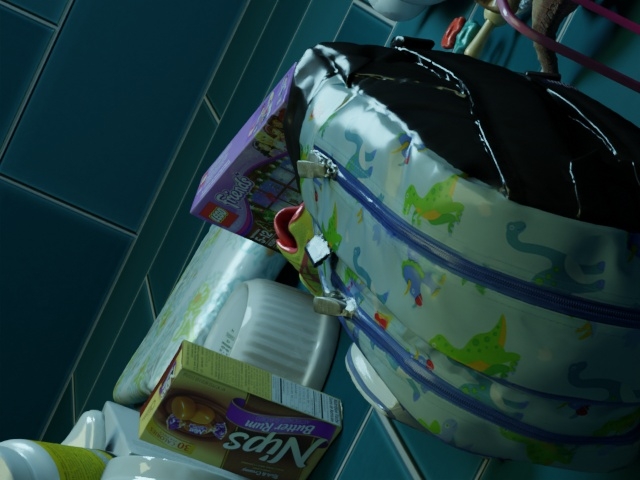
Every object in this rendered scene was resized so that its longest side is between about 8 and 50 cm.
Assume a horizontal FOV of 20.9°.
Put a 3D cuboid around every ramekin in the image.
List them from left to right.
[{"bbox_3d":[-0.070,0.142,2.009,0.207,0.109,0.207,-58,16,27],"label":"ramekin"}]

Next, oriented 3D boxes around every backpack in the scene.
[{"bbox_3d":[0.134,0.001,1.195,0.355,0.290,0.273,-162,87,-70],"label":"backpack"}]

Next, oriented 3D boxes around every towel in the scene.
[{"bbox_3d":[-0.151,0.095,2.365,0.320,0.090,0.374,-61,9,-15],"label":"towel"}]

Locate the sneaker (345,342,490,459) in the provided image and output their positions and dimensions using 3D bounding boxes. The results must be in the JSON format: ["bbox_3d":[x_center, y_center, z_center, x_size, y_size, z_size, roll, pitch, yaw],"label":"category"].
[{"bbox_3d":[0.115,0.026,1.466,0.315,0.127,0.182,-91,26,-64],"label":"sneaker"}]

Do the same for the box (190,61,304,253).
[{"bbox_3d":[0.000,-0.067,1.903,0.293,0.201,0.057,-45,25,57],"label":"box"}]

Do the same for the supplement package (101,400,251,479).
[{"bbox_3d":[-0.189,0.319,2.011,0.293,0.175,0.177,-152,84,-76],"label":"supplement package"}]

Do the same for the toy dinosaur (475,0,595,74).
[{"bbox_3d":[0.238,-0.274,1.541,0.200,0.127,0.296,21,93,70],"label":"toy dinosaur"}]

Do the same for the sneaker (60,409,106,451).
[{"bbox_3d":[-0.309,0.283,1.949,0.080,0.094,0.212,-172,104,-78],"label":"sneaker"}]

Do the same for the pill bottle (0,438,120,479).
[{"bbox_3d":[-0.284,0.264,1.763,0.119,0.208,0.119,-7,76,28],"label":"pill bottle"}]

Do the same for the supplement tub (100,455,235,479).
[{"bbox_3d":[-0.163,0.396,1.648,0.241,0.241,0.331,-38,31,63],"label":"supplement tub"}]

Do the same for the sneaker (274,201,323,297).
[{"bbox_3d":[0.000,0.000,1.591,0.081,0.094,0.208,-61,3,-13],"label":"sneaker"}]

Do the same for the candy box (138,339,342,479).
[{"bbox_3d":[-0.083,0.187,1.814,0.109,0.186,0.053,-57,19,29],"label":"candy box"}]

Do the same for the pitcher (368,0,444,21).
[{"bbox_3d":[0.136,-0.359,2.093,0.178,0.125,0.207,-52,1,-6],"label":"pitcher"}]

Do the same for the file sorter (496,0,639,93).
[{"bbox_3d":[0.268,-0.261,1.256,0.291,0.182,0.202,-60,14,22],"label":"file sorter"}]

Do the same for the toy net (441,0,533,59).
[{"bbox_3d":[0.176,-0.220,1.841,0.232,0.045,0.122,-54,16,35],"label":"toy net"}]
